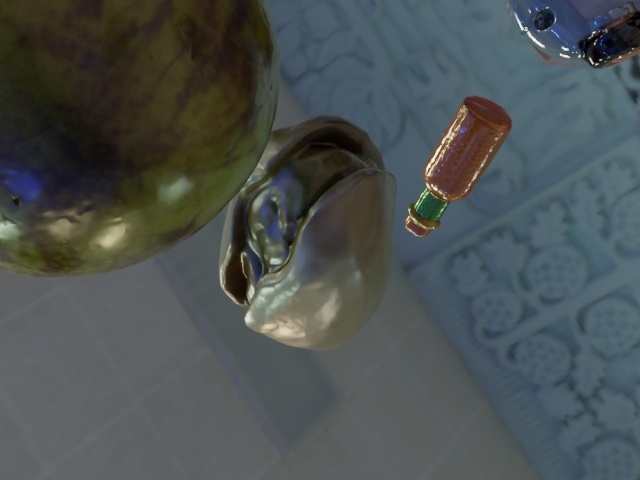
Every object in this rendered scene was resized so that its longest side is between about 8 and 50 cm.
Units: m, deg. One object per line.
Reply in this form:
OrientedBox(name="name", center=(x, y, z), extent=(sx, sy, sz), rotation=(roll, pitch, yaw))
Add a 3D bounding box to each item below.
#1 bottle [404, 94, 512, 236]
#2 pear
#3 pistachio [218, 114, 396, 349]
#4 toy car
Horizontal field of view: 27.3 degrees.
OrientedBox(name="bottle", center=(0.155, -0.081, 1.562), extent=(0.069, 0.187, 0.069), rotation=(22, -148, -15))
OrientedBox(name="pear", center=(-0.159, -0.115, 0.757), extent=(0.283, 0.283, 0.284), rotation=(31, -138, -33))
OrientedBox(name="pistachio", center=(0.000, 0.000, 1.243), extent=(0.197, 0.288, 0.166), rotation=(-33, -106, -23))
OrientedBox(name="toy car", center=(0.291, -0.262, 1.210), extent=(0.212, 0.270, 0.181), rotation=(28, -143, -85))
